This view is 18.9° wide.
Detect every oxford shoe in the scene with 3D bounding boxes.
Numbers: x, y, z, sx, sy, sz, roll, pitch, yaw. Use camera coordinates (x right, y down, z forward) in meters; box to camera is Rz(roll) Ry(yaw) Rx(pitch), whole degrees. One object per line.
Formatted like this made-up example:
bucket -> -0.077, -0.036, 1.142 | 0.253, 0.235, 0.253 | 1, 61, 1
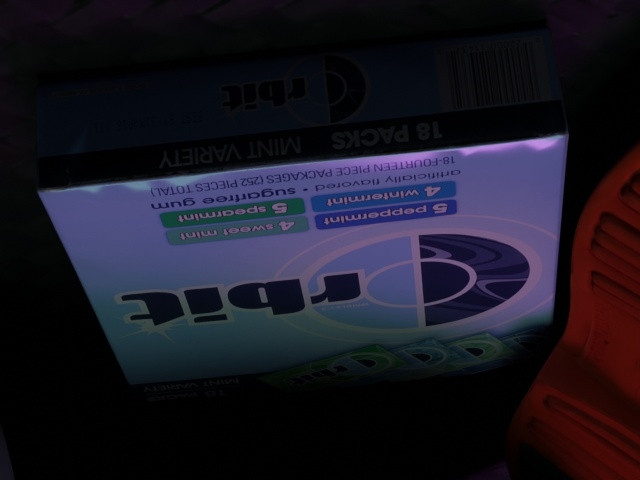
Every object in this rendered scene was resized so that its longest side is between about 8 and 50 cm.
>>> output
oxford shoe -> 0.139, 0.003, 0.644 | 0.097, 0.098, 0.271 | 36, 144, 8

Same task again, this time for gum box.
gum box -> 0.000, 0.000, 0.646 | 0.157, 0.041, 0.184 | -6, 154, 2

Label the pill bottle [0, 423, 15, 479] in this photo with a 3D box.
pill bottle -> -0.267, 0.075, 0.600 | 0.176, 0.176, 0.318 | -23, 149, 33
